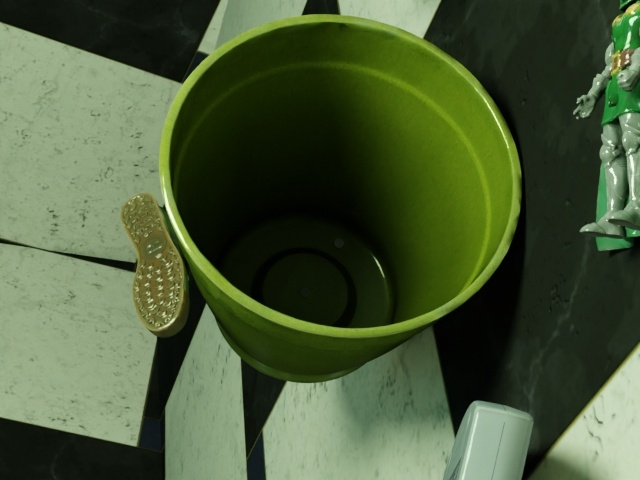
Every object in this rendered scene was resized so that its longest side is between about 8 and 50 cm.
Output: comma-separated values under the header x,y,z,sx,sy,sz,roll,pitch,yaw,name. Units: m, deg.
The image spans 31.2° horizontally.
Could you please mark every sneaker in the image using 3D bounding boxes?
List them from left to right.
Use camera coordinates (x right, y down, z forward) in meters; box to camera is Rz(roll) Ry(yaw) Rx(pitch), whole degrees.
x,y,z,sx,sy,sz,roll,pitch,yaw,name
-0.170,0.038,1.282,0.086,0.064,0.192,55,-168,-51,sneaker

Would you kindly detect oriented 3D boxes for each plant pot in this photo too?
x,y,z,sx,sy,sz,roll,pitch,yaw,name
0.000,0.000,1.299,0.353,0.366,0.366,107,165,-63,plant pot

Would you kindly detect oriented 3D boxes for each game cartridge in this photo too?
x,y,z,sx,sy,sz,roll,pitch,yaw,name
0.128,0.246,0.995,0.294,0.060,0.196,87,-166,-69,game cartridge

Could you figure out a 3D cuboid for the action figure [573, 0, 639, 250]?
x,y,z,sx,sy,sz,roll,pitch,yaw,name
0.256,-0.118,0.946,0.137,0.063,0.232,142,137,-71,action figure
